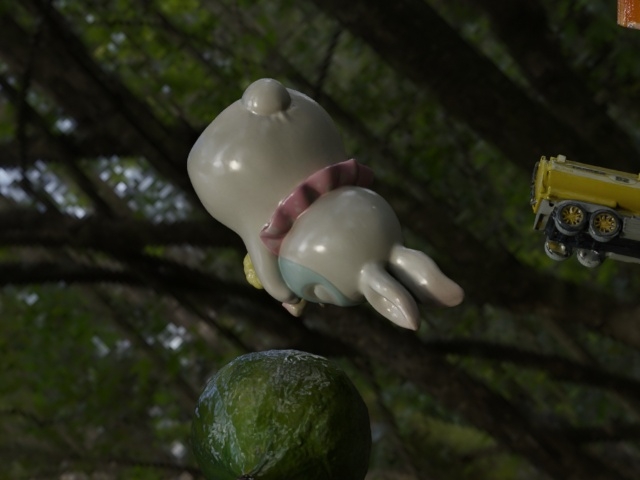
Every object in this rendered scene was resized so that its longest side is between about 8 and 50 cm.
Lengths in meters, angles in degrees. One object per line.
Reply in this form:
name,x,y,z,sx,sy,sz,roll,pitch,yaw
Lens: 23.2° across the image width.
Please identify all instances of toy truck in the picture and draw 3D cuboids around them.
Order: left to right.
toy truck,0.364,-0.031,1.888,0.098,0.226,0.114,96,-173,-65

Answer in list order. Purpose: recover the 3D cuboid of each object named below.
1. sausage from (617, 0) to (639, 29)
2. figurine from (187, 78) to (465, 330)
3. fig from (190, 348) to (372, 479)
sausage,0.339,-0.335,1.592,0.071,0.071,0.234,-41,-47,-54
figurine,0.000,0.000,1.238,0.127,0.235,0.155,-21,-24,-44
fig,-0.045,0.229,1.601,0.203,0.203,0.235,-45,12,23
